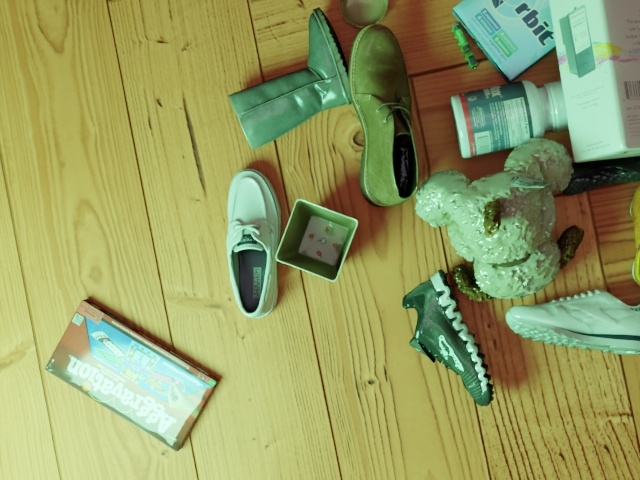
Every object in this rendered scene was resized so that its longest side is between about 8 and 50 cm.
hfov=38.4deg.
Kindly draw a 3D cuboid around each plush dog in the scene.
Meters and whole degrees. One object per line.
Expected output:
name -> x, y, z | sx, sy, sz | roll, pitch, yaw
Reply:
plush dog -> 0.302, -0.004, 1.466 | 0.262, 0.211, 0.225 | -20, 122, 16

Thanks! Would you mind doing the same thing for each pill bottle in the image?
pill bottle -> 0.310, -0.203, 1.501 | 0.180, 0.108, 0.108 | -11, 88, 6

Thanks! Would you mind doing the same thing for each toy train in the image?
toy train -> 0.244, -0.329, 1.553 | 0.017, 0.023, 0.083 | -25, 87, 6

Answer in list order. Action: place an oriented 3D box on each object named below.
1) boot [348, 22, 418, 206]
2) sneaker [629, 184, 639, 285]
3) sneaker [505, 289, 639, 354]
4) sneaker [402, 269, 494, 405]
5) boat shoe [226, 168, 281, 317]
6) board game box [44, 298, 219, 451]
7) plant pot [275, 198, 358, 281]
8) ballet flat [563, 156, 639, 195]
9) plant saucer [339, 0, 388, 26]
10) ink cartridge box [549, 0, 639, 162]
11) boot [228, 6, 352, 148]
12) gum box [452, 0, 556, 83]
boot -> 0.118, -0.210, 1.508 | 0.112, 0.115, 0.305 | -6, 92, -19
sneaker -> 0.539, -0.009, 1.491 | 0.064, 0.067, 0.175 | -2, 88, 9
sneaker -> 0.422, 0.125, 1.505 | 0.235, 0.090, 0.095 | 8, 78, 4
sneaker -> 0.207, 0.174, 1.529 | 0.106, 0.078, 0.234 | -25, 83, 10
boat shoe -> -0.113, 0.004, 1.564 | 0.095, 0.084, 0.258 | -8, 89, 7
board game box -> -0.333, 0.236, 1.619 | 0.281, 0.027, 0.145 | 30, 94, 6
plant pot -> 0.000, 0.000, 1.544 | 0.109, 0.096, 0.109 | 21, 92, 8
ballet flat -> 0.482, -0.109, 1.516 | 0.173, 0.057, 0.049 | -6, 129, 8
plant saucer -> 0.075, -0.406, 1.579 | 0.083, 0.015, 0.083 | 0, 90, 8
ink cartridge box -> 0.482, -0.311, 1.436 | 0.207, 0.119, 0.354 | -7, 88, -25
boot -> -0.058, -0.277, 1.573 | 0.208, 0.076, 0.190 | -19, 87, 13
gum box -> 0.341, -0.380, 1.532 | 0.184, 0.041, 0.157 | -38, 85, 6
